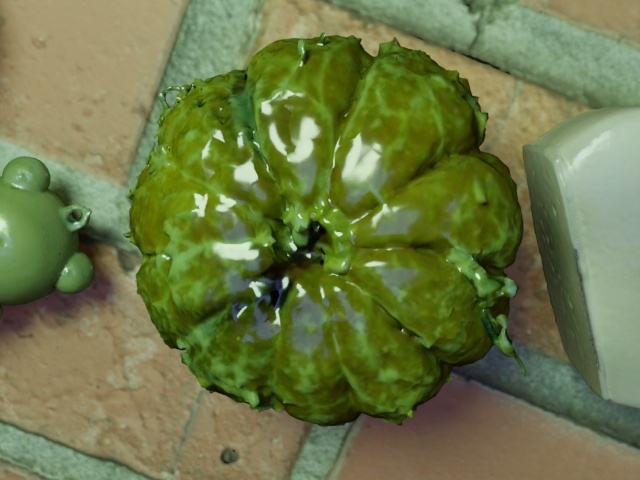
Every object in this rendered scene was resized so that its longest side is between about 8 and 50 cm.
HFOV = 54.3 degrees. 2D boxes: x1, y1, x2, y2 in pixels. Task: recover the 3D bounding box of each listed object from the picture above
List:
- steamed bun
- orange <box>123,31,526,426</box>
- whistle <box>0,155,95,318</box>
[{"bbox_3d":[0.277,0.004,0.515,0.164,0.146,0.242,-13,102,10],"label":"steamed bun"},{"bbox_3d":[0.000,0.000,0.492,0.301,0.223,0.300,-24,85,7],"label":"orange"},{"bbox_3d":[-0.340,0.022,0.570,0.288,0.106,0.131,-20,103,6],"label":"whistle"}]
